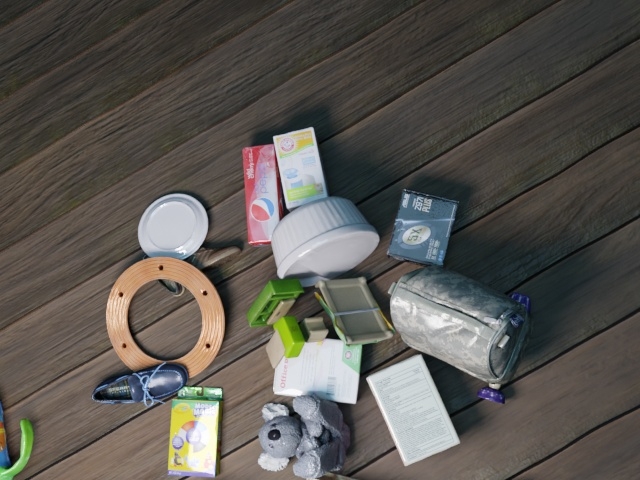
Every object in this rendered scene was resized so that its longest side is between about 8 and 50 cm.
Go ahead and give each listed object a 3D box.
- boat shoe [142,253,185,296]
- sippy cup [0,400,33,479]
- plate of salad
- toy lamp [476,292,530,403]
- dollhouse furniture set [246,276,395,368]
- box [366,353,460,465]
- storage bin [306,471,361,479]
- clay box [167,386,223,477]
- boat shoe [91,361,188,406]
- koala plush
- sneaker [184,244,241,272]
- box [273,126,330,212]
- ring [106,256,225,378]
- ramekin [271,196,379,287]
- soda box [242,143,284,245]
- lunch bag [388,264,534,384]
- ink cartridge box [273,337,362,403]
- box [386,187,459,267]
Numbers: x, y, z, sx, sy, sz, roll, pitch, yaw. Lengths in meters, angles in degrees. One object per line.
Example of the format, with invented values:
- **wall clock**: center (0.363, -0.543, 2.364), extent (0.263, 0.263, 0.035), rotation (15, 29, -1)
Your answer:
- **boat shoe**: center (-0.425, 0.087, 1.978), extent (0.152, 0.049, 0.056), rotation (43, 87, 9)
- **sippy cup**: center (-0.920, 0.521, 1.901), extent (0.306, 0.240, 0.224), rotation (5, 67, -31)
- **plate of salad**: center (-0.398, -0.032, 1.993), extent (0.200, 0.048, 0.199), rotation (-4, 70, 10)
- **toy lamp**: center (0.465, 0.266, 1.830), extent (0.080, 0.080, 0.274), rotation (15, 85, 9)
- **dollhouse furniture set**: center (0.001, 0.211, 1.837), extent (0.302, 0.151, 0.197), rotation (-2, 52, -33)
- **box**: center (0.229, 0.414, 1.812), extent (0.149, 0.127, 0.232), rotation (-24, 79, 3)
- **storage bin**: center (0.064, 0.726, 1.790), extent (0.261, 0.123, 0.262), rotation (13, 83, 8)
- **clay box**: center (-0.324, 0.495, 1.905), extent (0.128, 0.053, 0.221), rotation (0, 83, 7)
- **boat shoe**: center (-0.470, 0.391, 1.905), extent (0.258, 0.089, 0.109), rotation (-20, 91, 13)
- **koala plush**: center (-0.058, 0.494, 1.831), extent (0.221, 0.203, 0.196), rotation (-11, 71, 27)
- **sneaker**: center (-0.308, 0.043, 1.963), extent (0.188, 0.066, 0.071), rotation (-25, 74, 2)
- **box**: center (-0.047, -0.182, 1.944), extent (0.114, 0.103, 0.203), rotation (-12, 81, 5)
- **ring**: center (-0.409, 0.208, 1.940), extent (0.337, 0.032, 0.336), rotation (1, 93, 14)
- **ramekin**: center (0.000, 0.000, 1.839), extent (0.273, 0.273, 0.127), rotation (-27, 69, 2)
- **soda box**: center (-0.150, -0.119, 1.958), extent (0.092, 0.083, 0.263), rotation (-6, 82, 6)
- **lunch bag**: center (0.330, 0.193, 1.726), extent (0.305, 0.256, 0.212), rotation (24, 88, 32)
- **ink cartridge box**: center (-0.004, 0.326, 1.871), extent (0.213, 0.093, 0.154), rotation (5, 81, 6)
- **box**: center (0.265, -0.028, 1.896), extent (0.148, 0.077, 0.180), rotation (15, 84, 9)
